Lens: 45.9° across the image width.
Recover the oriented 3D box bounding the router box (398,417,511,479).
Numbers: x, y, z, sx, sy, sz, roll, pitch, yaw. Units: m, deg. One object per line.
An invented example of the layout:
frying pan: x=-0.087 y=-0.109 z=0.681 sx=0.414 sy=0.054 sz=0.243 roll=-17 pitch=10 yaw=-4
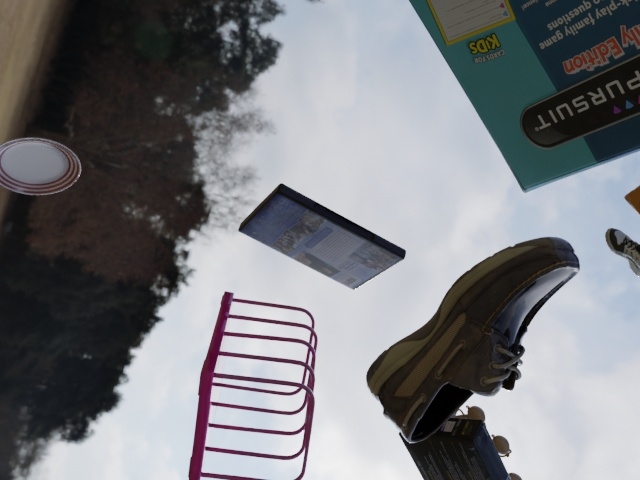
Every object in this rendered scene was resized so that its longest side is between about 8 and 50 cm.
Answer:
router box: x=0.216 y=0.350 z=1.171 sx=0.133 sy=0.179 sz=0.046 roll=-6 pitch=-148 yaw=39

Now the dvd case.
dvd case: x=0.000 y=0.000 z=1.321 sx=0.180 sy=0.253 sz=0.022 roll=-38 pitch=-152 yaw=55

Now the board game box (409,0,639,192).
board game box: x=0.153 y=-0.219 z=0.468 sx=0.079 sy=0.336 sz=0.253 roll=-39 pitch=-170 yaw=-33

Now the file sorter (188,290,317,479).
file sorter: x=-0.103 y=0.247 z=1.279 sx=0.291 sy=0.182 sz=0.202 roll=-90 pitch=-171 yaw=-70

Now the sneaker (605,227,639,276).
sneaker: x=0.395 y=0.011 z=0.950 sx=0.032 sy=0.083 sz=0.037 roll=-56 pitch=-167 yaw=-25

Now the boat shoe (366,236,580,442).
boat shoe: x=0.205 y=0.138 z=0.963 sx=0.355 sy=0.132 sz=0.130 roll=-51 pitch=-128 yaw=35

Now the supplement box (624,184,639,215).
supplement box: x=0.573 y=-0.062 z=1.172 sx=0.078 sy=0.233 sz=0.080 roll=-49 pitch=-126 yaw=38

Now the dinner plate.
dinner plate: x=-0.459 y=-0.122 z=1.214 sx=0.141 sy=0.141 sz=0.017 roll=-53 pitch=-141 yaw=47

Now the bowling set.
bowling set: x=0.374 y=0.467 z=1.823 sx=0.154 sy=0.287 sz=0.200 roll=-38 pitch=-174 yaw=40
